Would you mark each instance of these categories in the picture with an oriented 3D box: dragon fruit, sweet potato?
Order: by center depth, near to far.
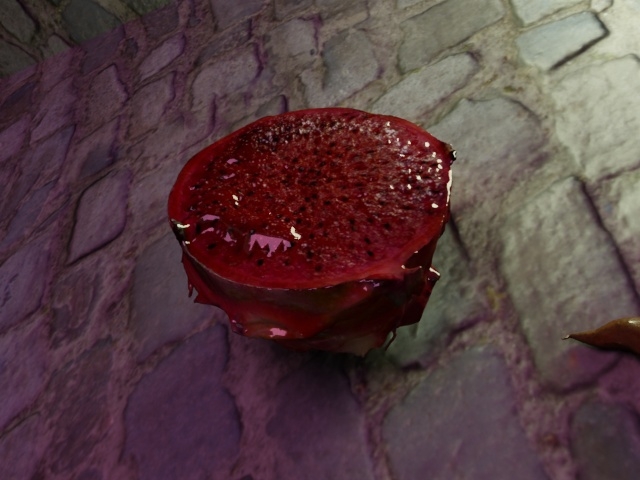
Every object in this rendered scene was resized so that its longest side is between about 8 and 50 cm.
[{"bbox_3d":[0.356,0.104,0.654,0.195,0.056,0.056,-2,50,37],"label":"sweet potato"},{"bbox_3d":[0.000,0.000,0.820,0.371,0.249,0.386,-22,44,-13],"label":"dragon fruit"}]
